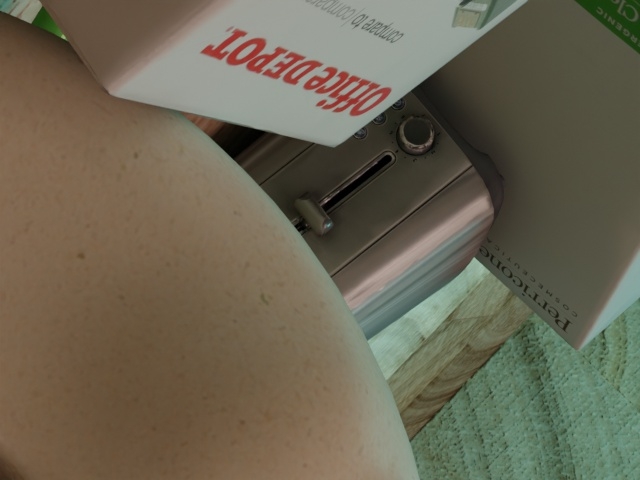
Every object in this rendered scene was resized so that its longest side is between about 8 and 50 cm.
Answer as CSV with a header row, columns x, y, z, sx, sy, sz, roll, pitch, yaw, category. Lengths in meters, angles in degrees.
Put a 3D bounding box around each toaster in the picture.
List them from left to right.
x,y,z,sx,sy,sz,roll,pitch,yaw,category
0.000,0.000,1.066,0.146,0.129,0.227,-36,173,-20,toaster

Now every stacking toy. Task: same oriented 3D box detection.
x,y,z,sx,sy,sz,roll,pitch,yaw,category
-0.212,0.147,0.625,0.350,0.350,0.480,-37,-176,-32,stacking toy

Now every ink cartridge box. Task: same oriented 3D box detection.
x,y,z,sx,sy,sz,roll,pitch,yaw,category
0.047,-0.155,0.540,0.273,0.115,0.198,-38,167,14,ink cartridge box

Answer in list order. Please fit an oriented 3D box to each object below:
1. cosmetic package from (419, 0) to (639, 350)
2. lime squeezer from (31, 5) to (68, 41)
x,y,z,sx,sy,sz,roll,pitch,yaw,category
0.162,-0.121,0.993,0.155,0.197,0.365,-40,162,-26,cosmetic package
-0.127,-0.022,0.733,0.110,0.059,0.310,-33,163,-42,lime squeezer
